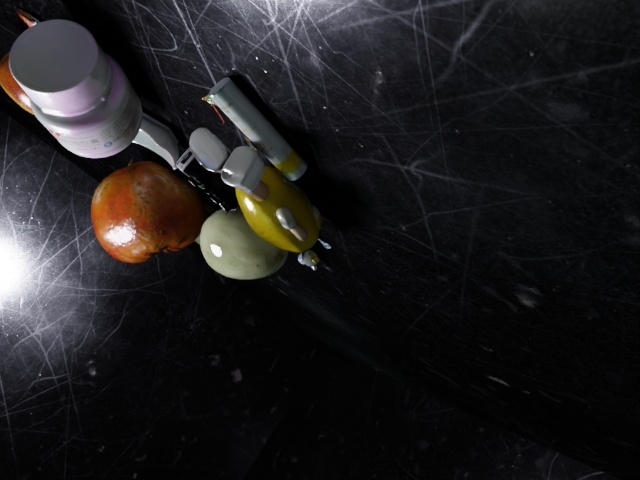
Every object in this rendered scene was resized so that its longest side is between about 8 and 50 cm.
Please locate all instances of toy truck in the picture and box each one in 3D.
[{"bbox_3d":[-0.328,-0.183,1.610,0.242,0.101,0.125,44,174,-40],"label":"toy truck"}]

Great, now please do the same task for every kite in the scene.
[{"bbox_3d":[-0.196,-0.278,1.219,0.198,0.006,0.244,28,164,20],"label":"kite"}]

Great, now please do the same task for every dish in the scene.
[{"bbox_3d":[-0.523,-0.327,1.603,0.212,0.077,0.151,30,166,14],"label":"dish"}]

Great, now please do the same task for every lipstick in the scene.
[{"bbox_3d":[-0.128,-0.232,1.123,0.059,0.059,0.264,14,154,51],"label":"lipstick"}]

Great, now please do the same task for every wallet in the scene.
[{"bbox_3d":[-0.764,-0.560,1.489,0.103,0.020,0.196,32,167,25],"label":"wallet"}]

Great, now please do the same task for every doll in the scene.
[{"bbox_3d":[-0.148,-0.120,1.293,0.348,0.161,0.423,48,-178,7],"label":"doll"},{"bbox_3d":[-0.046,0.063,1.851,0.099,0.057,0.143,58,161,-7],"label":"doll"}]

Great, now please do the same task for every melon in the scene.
[{"bbox_3d":[-0.255,0.006,1.744,0.308,0.272,0.272,11,163,2],"label":"melon"}]

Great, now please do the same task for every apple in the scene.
[{"bbox_3d":[-0.847,-0.481,1.607,0.210,0.173,0.235,47,-177,9],"label":"apple"}]

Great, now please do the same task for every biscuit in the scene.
[{"bbox_3d":[-0.464,-0.116,2.182,0.290,0.041,0.208,20,161,38],"label":"biscuit"}]

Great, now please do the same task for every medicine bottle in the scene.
[{"bbox_3d":[-0.602,-0.371,1.319,0.241,0.241,0.302,32,164,8],"label":"medicine bottle"}]

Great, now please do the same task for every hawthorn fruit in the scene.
[{"bbox_3d":[-0.646,-0.125,1.967,0.402,0.403,0.403,31,164,10],"label":"hawthorn fruit"}]

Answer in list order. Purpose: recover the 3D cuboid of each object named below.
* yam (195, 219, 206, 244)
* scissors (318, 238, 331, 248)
[{"bbox_3d":[-0.506,-0.038,2.236,0.259,0.106,0.106,36,164,-8],"label":"yam"},{"bbox_3d":[0.000,0.000,1.660,0.083,0.006,0.036,39,162,-18],"label":"scissors"}]
